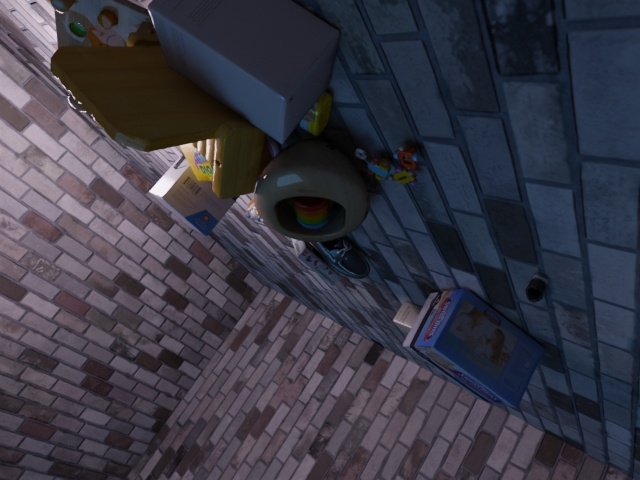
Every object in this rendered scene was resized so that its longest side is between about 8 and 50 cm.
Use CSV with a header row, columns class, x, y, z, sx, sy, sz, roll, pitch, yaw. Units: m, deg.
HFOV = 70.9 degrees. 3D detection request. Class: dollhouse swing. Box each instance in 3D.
class,x,y,z,sx,sy,sz,roll,pitch,yaw
dollhouse swing,-0.351,-0.240,0.984,0.347,0.304,0.315,45,146,15

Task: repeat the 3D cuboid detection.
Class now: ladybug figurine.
class,x,y,z,sx,sy,sz,roll,pitch,yaw
ladybug figurine,-0.021,-0.127,1.218,0.304,0.162,0.449,2,159,-1

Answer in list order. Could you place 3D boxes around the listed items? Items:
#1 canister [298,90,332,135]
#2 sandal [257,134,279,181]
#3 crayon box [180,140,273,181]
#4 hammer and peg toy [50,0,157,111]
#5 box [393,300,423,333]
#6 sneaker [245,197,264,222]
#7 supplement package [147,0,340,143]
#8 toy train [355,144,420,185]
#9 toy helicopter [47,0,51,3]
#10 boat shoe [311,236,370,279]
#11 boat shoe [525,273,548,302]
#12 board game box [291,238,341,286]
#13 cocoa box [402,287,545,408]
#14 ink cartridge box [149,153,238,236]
class,x,y,z,sx,sy,sz,roll,pitch,yaw
canister,-0.061,-0.320,1.013,0.169,0.073,0.126,32,164,7
sandal,-0.218,-0.265,1.425,0.169,0.102,0.416,33,164,7
crayon box,-0.315,-0.325,1.272,0.362,0.106,0.313,12,131,53
hammer and peg toy,-0.538,-0.474,1.168,0.265,0.128,0.361,18,147,-15
box,0.438,0.346,1.833,0.275,0.113,0.094,12,151,52
sneaker,-0.203,-0.129,1.832,0.130,0.112,0.296,22,171,-21
supplement package,-0.139,-0.361,0.859,0.292,0.178,0.175,35,164,3
toy train,0.164,-0.181,1.008,0.166,0.046,0.125,16,154,42
toy helicopter,-0.702,-0.662,1.207,0.354,0.140,0.235,34,154,-7
boat shoe,0.061,0.032,1.692,0.319,0.116,0.099,41,166,2
boat shoe,0.539,0.129,1.135,0.049,0.040,0.142,26,161,28
board game box,-0.026,0.058,1.843,0.193,0.053,0.305,41,-173,-18
cocoa box,0.503,0.352,1.497,0.347,0.232,0.228,36,163,-5
ink cartridge box,-0.409,-0.209,1.604,0.129,0.308,0.223,21,159,46
